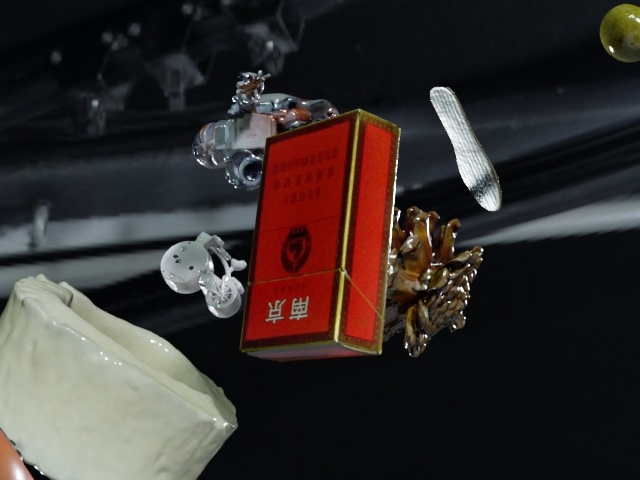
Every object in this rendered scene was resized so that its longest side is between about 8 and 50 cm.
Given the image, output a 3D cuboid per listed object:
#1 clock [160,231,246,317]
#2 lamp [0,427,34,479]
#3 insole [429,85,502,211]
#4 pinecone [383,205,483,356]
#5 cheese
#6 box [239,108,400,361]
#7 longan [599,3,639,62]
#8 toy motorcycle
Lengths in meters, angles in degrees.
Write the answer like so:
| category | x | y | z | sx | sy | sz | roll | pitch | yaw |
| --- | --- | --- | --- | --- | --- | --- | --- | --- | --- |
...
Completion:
| category | x | y | z | sx | sy | sz | roll | pitch | yaw |
| --- | --- | --- | --- | --- | --- | --- | --- | --- | --- |
| clock | -0.141 | 0.043 | 1.500 | 0.087 | 0.129 | 0.041 | -43 | -34 | -16 |
| lamp | -0.284 | 0.161 | 0.774 | 0.164 | 0.187 | 0.188 | -36 | -34 | -21 |
| insole | 0.185 | -0.113 | 1.494 | 0.064 | 0.004 | 0.188 | 3 | -52 | 51 |
| pinecone | 0.105 | 0.043 | 1.463 | 0.179 | 0.195 | 0.150 | -52 | -52 | -7 |
| cheese | -0.252 | 0.169 | 1.346 | 0.292 | 0.332 | 0.153 | 35 | -93 | -13 |
| box | -0.001 | 0.000 | 1.213 | 0.153 | 0.240 | 0.074 | -9 | -20 | 44 |
| longan | 0.388 | -0.261 | 1.498 | 0.075 | 0.083 | 0.075 | 1 | -79 | 3 |
| toy motorcycle | -0.060 | -0.125 | 1.436 | 0.207 | 0.134 | 0.401 | 3 | 1 | -1 |
